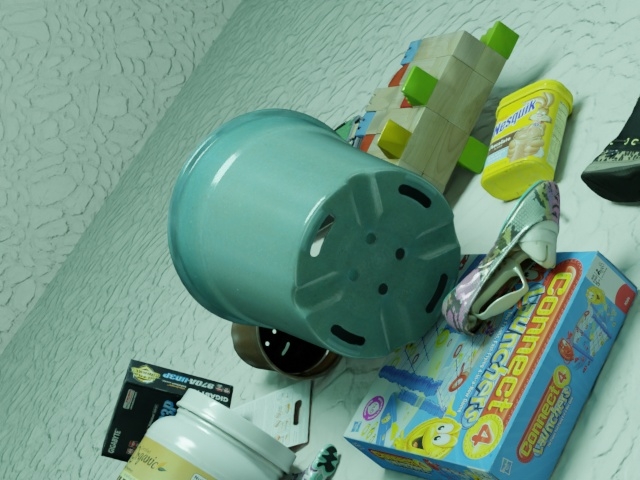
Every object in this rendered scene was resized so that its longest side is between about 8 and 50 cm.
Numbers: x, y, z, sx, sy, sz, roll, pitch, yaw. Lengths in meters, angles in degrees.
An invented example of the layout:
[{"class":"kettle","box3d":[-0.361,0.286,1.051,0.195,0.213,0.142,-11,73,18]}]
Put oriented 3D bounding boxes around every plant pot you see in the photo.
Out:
[{"class":"plant pot","box3d":[-0.063,0.150,1.744,0.167,0.167,0.165,-60,19,-20]},{"class":"plant pot","box3d":[0.000,0.000,1.466,0.341,0.341,0.334,-53,29,-7]}]

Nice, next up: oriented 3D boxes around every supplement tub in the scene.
[{"class":"supplement tub","box3d":[-0.197,0.398,1.517,0.316,0.228,0.228,-58,25,-15]}]

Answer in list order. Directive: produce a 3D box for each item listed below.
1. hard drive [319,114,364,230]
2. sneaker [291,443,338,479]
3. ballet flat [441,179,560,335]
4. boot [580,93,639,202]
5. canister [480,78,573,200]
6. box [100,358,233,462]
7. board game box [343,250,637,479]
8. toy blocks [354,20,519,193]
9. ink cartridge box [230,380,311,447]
[{"class":"hard drive","box3d":[-0.032,-0.093,2.108,0.339,0.064,0.237,-33,29,44]},{"class":"sneaker","box3d":[-0.017,0.340,1.526,0.069,0.038,0.098,-9,46,55]},{"class":"ballet flat","box3d":[0.240,0.030,1.294,0.221,0.077,0.079,-52,42,7]},{"class":"boot","box3d":[0.459,-0.136,1.337,0.179,0.085,0.236,-55,24,-16]},{"class":"canister","box3d":[0.318,-0.154,1.617,0.126,0.073,0.170,-23,37,46]},{"class":"box","box3d":[-0.256,0.300,1.734,0.051,0.175,0.220,-84,15,-47]},{"class":"board game box","box3d":[0.209,0.161,1.338,0.302,0.086,0.308,-4,51,58]},{"class":"toy blocks","box3d":[0.159,-0.205,1.819,0.381,0.190,0.261,-63,22,-6]},{"class":"ink cartridge box","box3d":[-0.087,0.314,1.703,0.179,0.045,0.145,-22,33,18]}]
